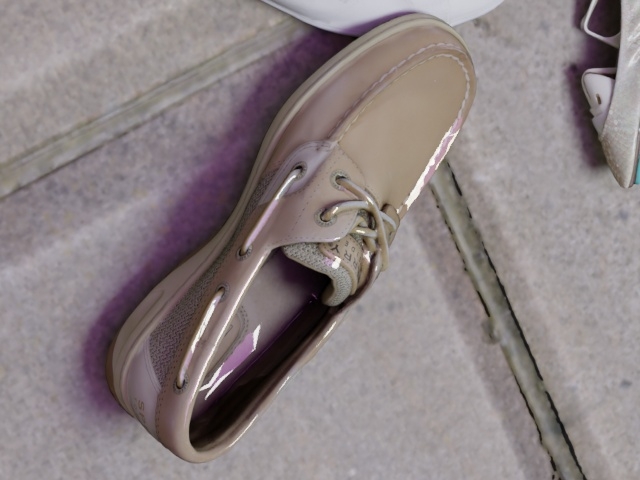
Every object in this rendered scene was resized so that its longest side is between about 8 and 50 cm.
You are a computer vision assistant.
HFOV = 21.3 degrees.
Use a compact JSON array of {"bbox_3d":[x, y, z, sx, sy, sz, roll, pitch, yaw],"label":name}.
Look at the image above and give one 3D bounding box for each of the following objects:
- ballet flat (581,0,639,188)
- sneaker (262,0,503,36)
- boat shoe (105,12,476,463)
[{"bbox_3d":[0.194,-0.119,1.100,0.052,0.057,0.168,9,90,7],"label":"ballet flat"},{"bbox_3d":[0.002,-0.176,0.978,0.290,0.123,0.106,5,94,-22],"label":"sneaker"},{"bbox_3d":[0.000,0.000,0.998,0.302,0.098,0.109,-49,126,-5],"label":"boat shoe"}]
